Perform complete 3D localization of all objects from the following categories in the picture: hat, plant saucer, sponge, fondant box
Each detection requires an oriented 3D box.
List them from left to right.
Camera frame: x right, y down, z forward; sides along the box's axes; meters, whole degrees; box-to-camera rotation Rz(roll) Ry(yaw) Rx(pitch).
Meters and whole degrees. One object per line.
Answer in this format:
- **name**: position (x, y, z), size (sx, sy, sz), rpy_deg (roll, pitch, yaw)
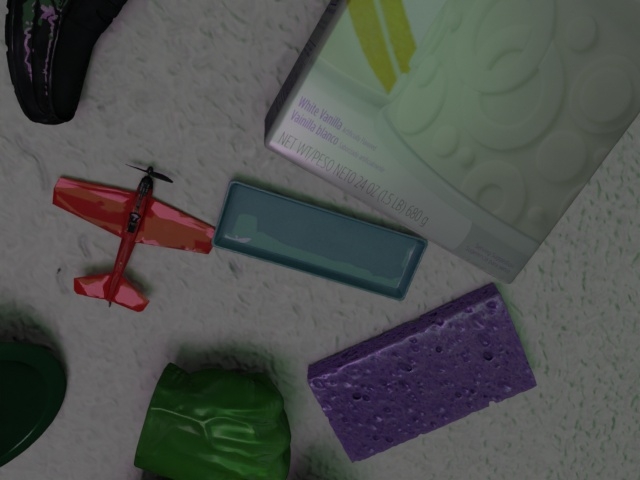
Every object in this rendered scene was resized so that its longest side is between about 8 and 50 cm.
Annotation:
- **hat**: position (-0.384, 0.121, 0.604), size (0.208, 0.183, 0.173), rpy_deg (-10, 128, -45)
- **plant saucer**: position (0.000, 0.000, 0.585), size (0.192, 0.018, 0.067), rpy_deg (17, 109, -9)
- **sponge**: position (0.102, 0.138, 0.638), size (0.210, 0.031, 0.117), rpy_deg (-25, 111, 7)
- **fondant box**: position (0.136, -0.164, 0.488), size (0.238, 0.096, 0.330), rpy_deg (28, 106, -13)

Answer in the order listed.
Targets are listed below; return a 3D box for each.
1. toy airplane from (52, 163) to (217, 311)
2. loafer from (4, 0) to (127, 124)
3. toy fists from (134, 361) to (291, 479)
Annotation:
- **toy airplane**: position (-0.176, 0.002, 0.567), size (0.151, 0.028, 0.151), rpy_deg (-2, 112, -4)
- **loafer**: position (-0.178, -0.191, 0.466), size (0.078, 0.076, 0.223), rpy_deg (15, 106, -1)
- **toy fists**: position (-0.115, 0.246, 0.635), size (0.142, 0.096, 0.279), rpy_deg (19, 111, -3)
